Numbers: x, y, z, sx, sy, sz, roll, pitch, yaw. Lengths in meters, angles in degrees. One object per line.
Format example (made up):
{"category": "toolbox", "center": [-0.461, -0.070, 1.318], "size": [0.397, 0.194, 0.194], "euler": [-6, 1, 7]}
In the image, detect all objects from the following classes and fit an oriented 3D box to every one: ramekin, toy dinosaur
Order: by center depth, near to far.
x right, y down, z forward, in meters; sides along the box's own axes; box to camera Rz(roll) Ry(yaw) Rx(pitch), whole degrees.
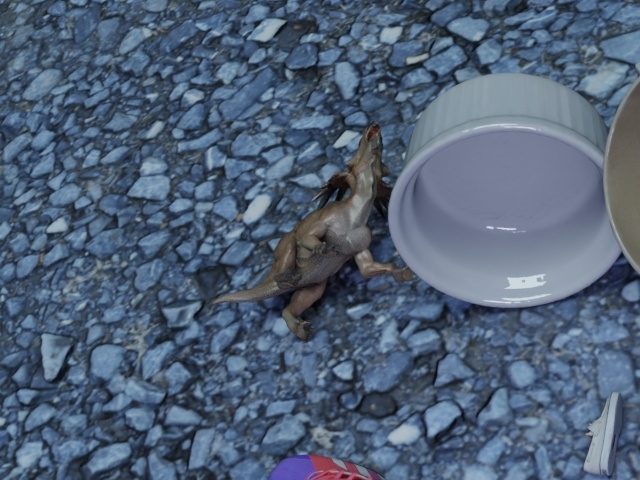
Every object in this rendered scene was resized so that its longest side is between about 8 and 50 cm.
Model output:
{"category": "ramekin", "center": [0.223, -0.064, 1.730], "size": [0.277, 0.277, 0.135], "euler": [-13, 38, 19]}
{"category": "toy dinosaur", "center": [0.000, 0.000, 1.907], "size": [0.296, 0.127, 0.200], "euler": [-34, 34, 15]}

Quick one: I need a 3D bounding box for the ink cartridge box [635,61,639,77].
{"category": "ink cartridge box", "center": [0.549, -0.183, 1.762], "size": [0.278, 0.117, 0.201], "euler": [-27, 43, 5]}

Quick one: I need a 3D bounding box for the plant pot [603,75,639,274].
{"category": "plant pot", "center": [0.492, -0.070, 1.569], "size": [0.274, 0.256, 0.256], "euler": [0, 31, -32]}

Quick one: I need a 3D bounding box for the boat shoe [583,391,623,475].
{"category": "boat shoe", "center": [0.306, 0.209, 1.598], "size": [0.035, 0.035, 0.100], "euler": [1, 58, 27]}

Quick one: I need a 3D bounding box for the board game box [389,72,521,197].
{"category": "board game box", "center": [0.223, -0.111, 1.945], "size": [0.260, 0.030, 0.136], "euler": [-42, 46, -11]}

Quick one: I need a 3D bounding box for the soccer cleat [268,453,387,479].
{"category": "soccer cleat", "center": [0.053, 0.295, 1.598], "size": [0.318, 0.116, 0.108], "euler": [23, 64, 41]}
